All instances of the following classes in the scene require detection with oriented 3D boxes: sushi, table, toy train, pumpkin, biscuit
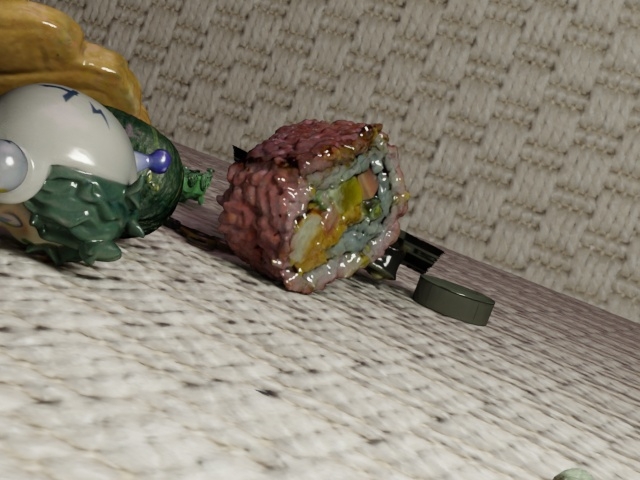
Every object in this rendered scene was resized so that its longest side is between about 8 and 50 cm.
[{"bbox_3d":[-0.014,-0.045,1.581,0.170,0.237,0.270,17,35,39],"label":"sushi"},{"bbox_3d":[0.221,0.099,1.878,0.133,0.043,0.133,20,6,-2],"label":"table"},{"bbox_3d":[-0.257,-0.107,2.074,0.099,0.081,0.149,21,12,13],"label":"toy train"},{"bbox_3d":[-0.263,-0.077,1.343,0.211,0.152,0.211,18,-7,2],"label":"pumpkin"},{"bbox_3d":[0.000,0.000,1.853,0.373,0.100,0.296,27,-9,2],"label":"sushi"},{"bbox_3d":[-0.357,-0.162,1.412,0.269,0.051,0.376,-3,-29,4],"label":"biscuit"}]

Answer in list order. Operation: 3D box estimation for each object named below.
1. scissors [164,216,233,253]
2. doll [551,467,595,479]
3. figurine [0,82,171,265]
[{"bbox_3d":[-0.219,-0.024,1.697,0.220,0.017,0.088,24,8,39],"label":"scissors"},{"bbox_3d":[0.214,0.212,0.681,0.103,0.072,0.214,-3,29,-43],"label":"doll"},{"bbox_3d":[-0.346,-0.091,1.117,0.382,0.186,0.261,22,10,-19],"label":"figurine"}]
